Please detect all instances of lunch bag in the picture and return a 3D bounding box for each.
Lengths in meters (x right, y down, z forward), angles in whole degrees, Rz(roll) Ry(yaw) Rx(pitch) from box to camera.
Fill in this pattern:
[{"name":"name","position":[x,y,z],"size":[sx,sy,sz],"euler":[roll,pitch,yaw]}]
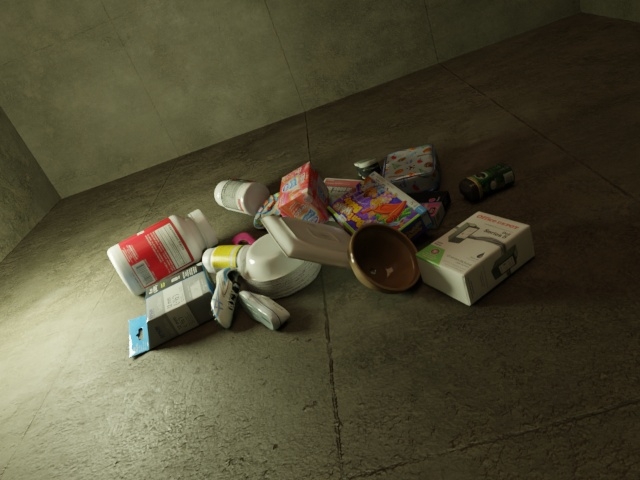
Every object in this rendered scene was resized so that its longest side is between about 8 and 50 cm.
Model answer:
[{"name":"lunch bag","position":[0.369,-0.285,2.118],"size":[0.243,0.115,0.303],"euler":[-13,30,20]}]

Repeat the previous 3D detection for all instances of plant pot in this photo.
[{"name":"plant pot","position":[0.182,0.072,1.572],"size":[0.237,0.237,0.110],"euler":[-46,-7,-38]}]

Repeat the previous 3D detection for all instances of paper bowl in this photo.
[{"name":"paper bowl","position":[-0.151,0.071,1.820],"size":[0.284,0.148,0.284],"euler":[-16,30,10]}]

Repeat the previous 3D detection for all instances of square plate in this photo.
[{"name":"square plate","position":[0.000,0.000,1.727],"size":[0.347,0.049,0.344],"euler":[11,18,-25]}]

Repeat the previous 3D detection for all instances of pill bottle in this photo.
[{"name":"pill bottle","position":[-0.384,-0.215,2.459],"size":[0.161,0.161,0.283],"euler":[-39,33,-28]},{"name":"pill bottle","position":[-0.649,0.037,2.134],"size":[0.408,0.229,0.229],"euler":[-31,29,-18]},{"name":"pill bottle","position":[-0.348,0.077,1.971],"size":[0.208,0.119,0.119],"euler":[-1,34,32]}]

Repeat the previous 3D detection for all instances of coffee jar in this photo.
[{"name":"coffee jar","position":[0.603,-0.210,1.856],"size":[0.184,0.079,0.096],"euler":[-24,30,-6]}]

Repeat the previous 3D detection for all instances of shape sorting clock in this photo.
[{"name":"shape sorting clock","position":[-0.226,-0.137,2.285],"size":[0.206,0.040,0.206],"euler":[-36,29,24]}]

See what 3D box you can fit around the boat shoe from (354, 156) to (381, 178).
[{"name":"boat shoe","position":[0.216,-0.322,2.301],"size":[0.114,0.091,0.302],"euler":[-17,10,10]}]

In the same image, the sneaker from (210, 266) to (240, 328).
[{"name":"sneaker","position":[-0.316,0.189,1.735],"size":[0.086,0.085,0.237],"euler":[-23,48,22]}]

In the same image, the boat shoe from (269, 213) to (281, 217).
[{"name":"boat shoe","position":[-0.165,-0.040,2.096],"size":[0.084,0.079,0.233],"euler":[-25,30,-7]}]

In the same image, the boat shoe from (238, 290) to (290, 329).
[{"name":"boat shoe","position":[-0.183,0.222,1.667],"size":[0.076,0.083,0.226],"euler":[-25,37,-31]}]

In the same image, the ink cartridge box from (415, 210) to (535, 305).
[{"name":"ink cartridge box","position":[0.450,0.043,1.483],"size":[0.273,0.114,0.198],"euler":[-33,30,-20]}]

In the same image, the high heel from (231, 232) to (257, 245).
[{"name":"high heel","position":[-0.292,0.036,2.068],"size":[0.244,0.082,0.117],"euler":[5,47,33]}]

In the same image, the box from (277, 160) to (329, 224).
[{"name":"box","position":[-0.062,-0.167,1.999],"size":[0.142,0.154,0.300],"euler":[-29,26,16]}]

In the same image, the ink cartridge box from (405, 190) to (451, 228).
[{"name":"ink cartridge box","position":[0.287,-0.109,1.922],"size":[0.371,0.069,0.176],"euler":[-3,34,35]}]

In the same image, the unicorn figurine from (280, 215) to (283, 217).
[{"name":"unicorn figurine","position":[-0.139,-0.131,2.266],"size":[0.162,0.060,0.111],"euler":[-16,35,42]}]

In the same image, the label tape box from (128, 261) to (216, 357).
[{"name":"label tape box","position":[-0.547,0.241,1.833],"size":[0.348,0.115,0.249],"euler":[-25,28,-9]}]

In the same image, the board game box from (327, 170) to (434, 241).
[{"name":"board game box","position":[0.204,-0.088,1.815],"size":[0.233,0.078,0.347],"euler":[-38,39,-4]}]

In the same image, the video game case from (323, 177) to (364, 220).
[{"name":"video game case","position":[0.077,-0.175,2.151],"size":[0.204,0.025,0.285],"euler":[6,40,18]}]
